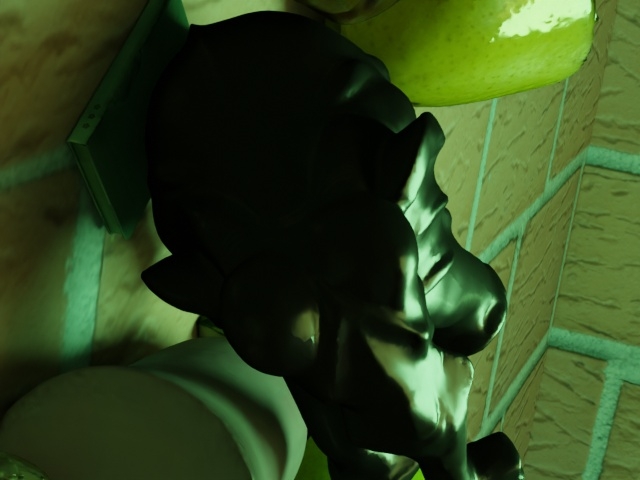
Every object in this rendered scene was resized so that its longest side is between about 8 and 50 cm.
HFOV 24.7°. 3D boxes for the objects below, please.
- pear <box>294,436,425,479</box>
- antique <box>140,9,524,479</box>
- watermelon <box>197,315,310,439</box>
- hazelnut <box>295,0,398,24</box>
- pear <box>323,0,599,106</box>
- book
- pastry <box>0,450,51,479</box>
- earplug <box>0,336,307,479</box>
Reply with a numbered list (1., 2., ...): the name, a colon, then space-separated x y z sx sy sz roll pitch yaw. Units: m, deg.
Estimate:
1. pear: 0.014 0.236 1.315 0.219 0.187 0.187 -59 160 -78
2. antique: 0.000 0.000 0.885 0.322 0.185 0.255 62 3 34
3. watermelon: -0.059 0.109 1.174 0.094 0.125 0.135 -48 -176 6
4. hazelnut: -0.003 -0.242 0.871 0.181 0.181 0.212 -59 156 15
5. pear: 0.087 -0.184 1.182 0.178 0.267 0.267 -46 151 -24
6. book: -0.112 -0.079 0.920 0.103 0.017 0.135 76 32 -53
7. pastry: -0.190 0.181 0.770 0.153 0.081 0.153 20 90 -80
8. earplug: -0.081 0.138 0.968 0.301 0.172 0.172 -27 129 -75
